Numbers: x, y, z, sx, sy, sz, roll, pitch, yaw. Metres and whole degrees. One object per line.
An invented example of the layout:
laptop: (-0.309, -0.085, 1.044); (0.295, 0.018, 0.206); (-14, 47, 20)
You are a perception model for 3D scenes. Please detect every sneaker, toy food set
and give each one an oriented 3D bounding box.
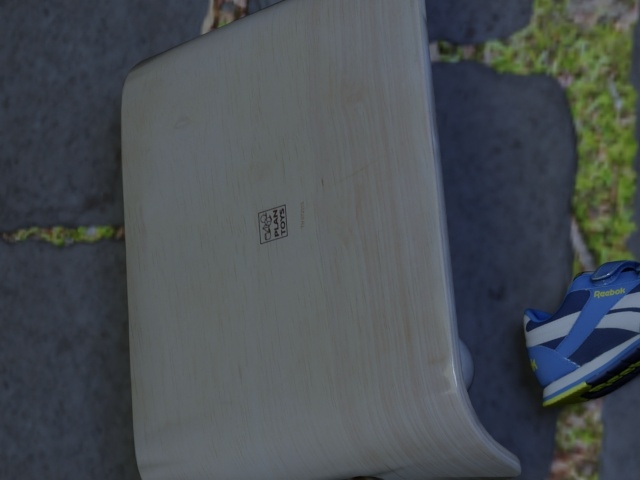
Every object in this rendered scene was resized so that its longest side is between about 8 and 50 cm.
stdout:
sneaker: (0.160, 0.031, 0.935); (0.144, 0.053, 0.059); (-35, 65, 27)
toy food set: (0.000, 0.000, 1.042); (0.220, 0.092, 0.306); (-17, 68, 34)
